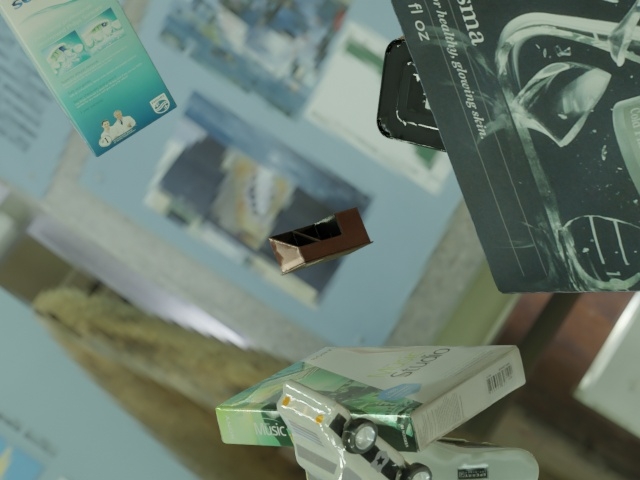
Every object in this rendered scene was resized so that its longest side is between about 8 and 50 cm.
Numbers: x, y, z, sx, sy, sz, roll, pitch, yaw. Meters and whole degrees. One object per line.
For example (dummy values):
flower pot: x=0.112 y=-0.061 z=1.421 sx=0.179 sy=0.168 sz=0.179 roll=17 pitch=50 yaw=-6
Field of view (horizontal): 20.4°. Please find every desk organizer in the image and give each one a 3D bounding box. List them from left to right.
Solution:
desk organizer: x=0.000 y=0.000 z=2.195 sx=0.047 sy=0.130 sz=0.050 roll=-27 pitch=84 yaw=43

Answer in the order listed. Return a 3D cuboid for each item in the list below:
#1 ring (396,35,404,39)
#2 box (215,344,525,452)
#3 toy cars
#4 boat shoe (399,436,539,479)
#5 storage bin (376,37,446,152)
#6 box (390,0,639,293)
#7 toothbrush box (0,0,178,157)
ring: x=0.247 y=-0.203 z=2.287 sx=0.336 sy=0.032 sz=0.336 roll=9 pitch=167 yaw=2
box: x=0.060 y=0.193 z=2.218 sx=0.322 sy=0.232 sz=0.058 roll=-5 pitch=104 yaw=41
toy cars: x=0.029 y=0.244 z=1.832 sx=0.176 sy=0.087 sz=0.394 roll=32 pitch=169 yaw=10
boat shoe: x=0.158 y=0.284 z=2.206 sx=0.219 sy=0.078 sz=0.070 roll=5 pitch=180 yaw=-11
storage bin: x=0.165 y=-0.170 z=2.113 sx=0.180 sy=0.122 sz=0.084 roll=16 pitch=-165 yaw=36
box: x=0.350 y=-0.220 z=1.673 sx=0.472 sy=0.297 sz=0.480 roll=-3 pitch=119 yaw=39
toothbrush box: x=-0.316 y=-0.279 z=2.130 sx=0.216 sy=0.126 sz=0.295 roll=52 pitch=174 yaw=44
